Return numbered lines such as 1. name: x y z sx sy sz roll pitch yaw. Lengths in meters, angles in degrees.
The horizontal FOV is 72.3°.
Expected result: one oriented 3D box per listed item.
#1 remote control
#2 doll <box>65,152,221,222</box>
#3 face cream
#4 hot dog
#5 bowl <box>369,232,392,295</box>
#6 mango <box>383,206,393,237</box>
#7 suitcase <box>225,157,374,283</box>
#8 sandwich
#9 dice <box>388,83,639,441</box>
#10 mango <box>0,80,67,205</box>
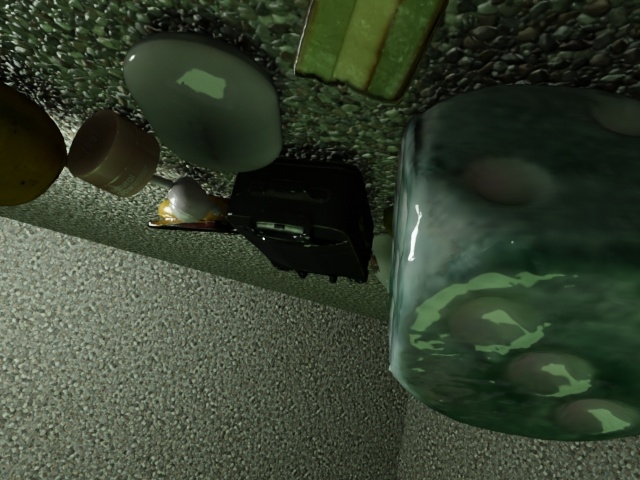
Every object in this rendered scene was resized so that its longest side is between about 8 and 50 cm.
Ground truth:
1. remote control: -0.172 -0.198 0.695 0.221 0.103 0.332 6 165 -1
2. doll: -0.408 -0.140 1.064 0.365 0.094 0.160 26 -168 -27
3. face cream: -0.415 -0.173 0.883 0.149 0.149 0.104 2 163 31
4. hot dog: -0.323 -0.079 1.259 0.326 0.107 0.194 5 176 -11
5. bowl: 0.290 0.102 1.339 0.338 0.157 0.337 10 166 3
6. mango: 0.265 0.016 1.068 0.317 0.119 0.176 34 -161 -32
7. suitcase: -0.017 -0.035 0.994 0.283 0.194 0.434 8 164 15
8. sandwich: 0.061 -0.226 0.349 0.117 0.144 0.187 12 165 -11
9. dice: 0.256 0.022 0.551 0.349 0.330 0.327 8 134 10
10. mango: -0.673 -0.214 0.762 0.300 0.232 0.446 22 171 33
